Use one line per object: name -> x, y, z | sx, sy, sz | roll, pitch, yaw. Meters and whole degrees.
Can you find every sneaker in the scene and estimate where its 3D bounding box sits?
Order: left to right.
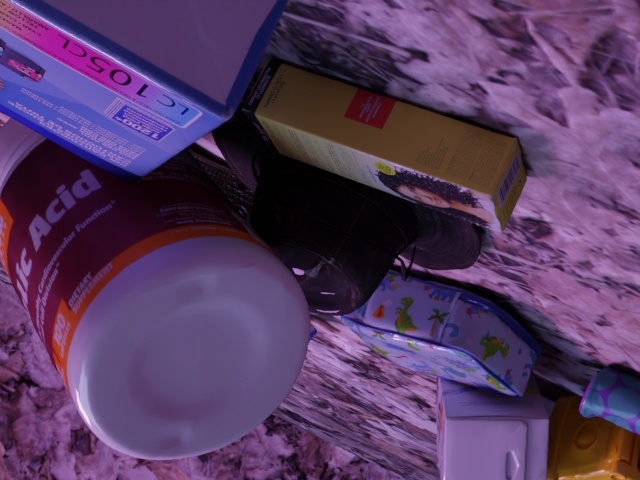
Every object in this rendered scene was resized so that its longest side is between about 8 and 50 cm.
sneaker -> -0.127, -0.065, 1.514 | 0.188, 0.066, 0.071 | 36, -179, -16

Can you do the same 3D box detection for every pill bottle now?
pill bottle -> -0.189, 0.013, 1.266 | 0.224, 0.224, 0.392 | 38, -174, -40

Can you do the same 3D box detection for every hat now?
hat -> 0.000, 0.000, 1.341 | 0.331, 0.134, 0.331 | 24, 166, 6

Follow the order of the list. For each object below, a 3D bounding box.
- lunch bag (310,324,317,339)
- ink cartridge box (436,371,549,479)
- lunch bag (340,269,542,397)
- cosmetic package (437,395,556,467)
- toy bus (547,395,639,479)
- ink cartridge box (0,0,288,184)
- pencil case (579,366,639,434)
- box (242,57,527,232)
lunch bag -> -0.095, 0.122, 2.036 | 0.129, 0.096, 0.151 | 33, 177, -27
ink cartridge box -> 0.212, 0.243, 1.628 | 0.127, 0.128, 0.176 | 0, -164, 1
lunch bag -> 0.147, 0.114, 1.574 | 0.219, 0.090, 0.176 | 12, 160, 43
cosmetic package -> 0.268, 0.286, 1.820 | 0.151, 0.151, 0.184 | 26, 174, 3
toy bus -> 0.421, 0.282, 1.633 | 0.220, 0.149, 0.211 | 30, 150, -23
ink cartridge box -> -0.203, -0.182, 1.018 | 0.270, 0.151, 0.395 | 30, 167, -14
pencil case -> 0.383, 0.202, 1.512 | 0.151, 0.064, 0.070 | 22, 137, 19
box -> 0.054, -0.081, 1.097 | 0.232, 0.058, 0.087 | 21, 165, 23
